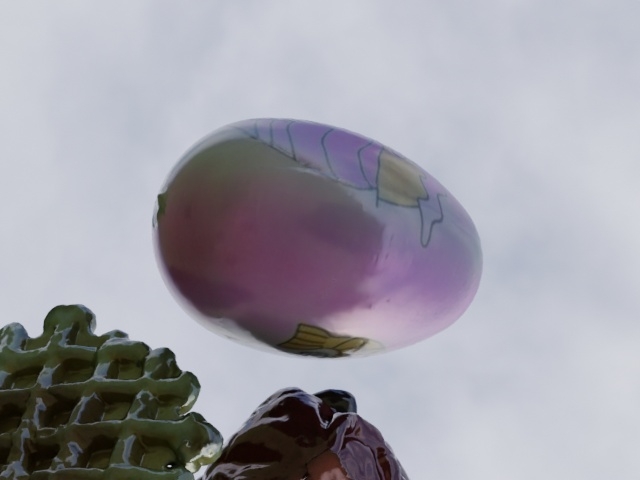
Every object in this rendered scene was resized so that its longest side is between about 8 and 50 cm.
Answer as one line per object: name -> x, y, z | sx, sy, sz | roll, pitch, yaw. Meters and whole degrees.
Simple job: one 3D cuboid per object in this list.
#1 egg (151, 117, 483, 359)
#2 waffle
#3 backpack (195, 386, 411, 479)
egg -> 0.000, 0.000, 1.441 | 0.196, 0.271, 0.196 | -177, -90, -82
waffle -> -0.234, 0.176, 1.347 | 0.309, 0.056, 0.292 | -39, -139, -19
backpack -> -0.008, 0.241, 1.459 | 0.139, 0.229, 0.229 | 27, -75, 58
